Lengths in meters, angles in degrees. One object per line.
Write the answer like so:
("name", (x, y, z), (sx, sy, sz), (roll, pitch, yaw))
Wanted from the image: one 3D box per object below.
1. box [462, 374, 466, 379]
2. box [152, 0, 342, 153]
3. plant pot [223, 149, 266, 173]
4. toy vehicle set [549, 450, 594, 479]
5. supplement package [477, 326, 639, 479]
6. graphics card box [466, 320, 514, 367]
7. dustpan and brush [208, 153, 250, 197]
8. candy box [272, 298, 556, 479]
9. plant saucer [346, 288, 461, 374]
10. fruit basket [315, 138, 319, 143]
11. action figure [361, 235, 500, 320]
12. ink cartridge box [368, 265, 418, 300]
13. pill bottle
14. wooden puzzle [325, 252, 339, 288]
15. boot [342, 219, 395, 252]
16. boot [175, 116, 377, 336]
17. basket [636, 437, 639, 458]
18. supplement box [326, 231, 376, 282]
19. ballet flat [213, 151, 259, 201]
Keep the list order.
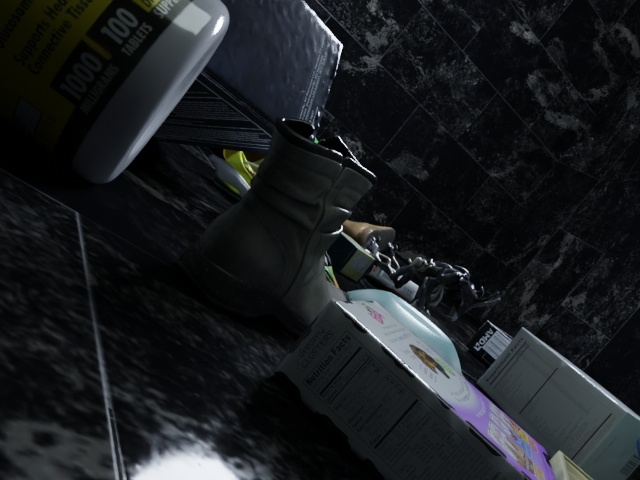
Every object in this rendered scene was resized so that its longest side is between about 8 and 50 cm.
("box", (0.161, 0.182, 0.883), (0.164, 0.021, 0.201), (38, 5, -13))
("box", (-0.177, -0.252, 0.813), (0.296, 0.183, 0.294), (11, -10, 32))
("plant pot", (-0.128, -0.170, 1.365), (0.134, 0.134, 0.095), (45, -17, 44))
("toy vehicle set", (0.330, 0.330, 0.718), (0.166, 0.035, 0.267), (41, 6, 19))
("supplement package", (0.410, 0.282, 1.080), (0.133, 0.139, 0.244), (34, 8, -33))
("graphics card box", (0.546, 0.361, 1.581), (0.371, 0.094, 0.232), (41, 6, 30))
("dustpan and brush", (-0.080, -0.035, 0.847), (0.211, 0.060, 0.147), (36, 7, -33))
("candy box", (0.077, 0.133, 0.486), (0.196, 0.070, 0.165), (41, 6, 16))
("plant saucer", (0.122, 0.117, 0.857), (0.195, 0.037, 0.195), (38, 6, -5))
("fruit basket", (-0.105, -0.180, 1.569), (0.352, 0.166, 0.327), (21, -4, 13))
("action figure", (0.202, 0.096, 1.259), (0.275, 0.141, 0.164), (24, -3, 25))
("ink cartridge box", (0.117, 0.072, 1.475), (0.179, 0.045, 0.145), (18, -11, 48))
("pill bottle", (-0.253, -0.212, 0.496), (0.333, 0.188, 0.188), (37, 6, -15))
("wooden puzzle", (0.002, 0.026, 0.867), (0.116, 0.014, 0.079), (57, 11, -44))
("boot", (0.136, -0.013, 1.890), (0.115, 0.112, 0.305), (30, 4, 23))
("boot", (0.000, 0.000, 0.571), (0.083, 0.161, 0.246), (43, 7, 30))
("basket", (0.323, 0.256, 0.411), (0.254, 0.201, 0.289), (40, 15, 16))
("supplement box", (0.044, 0.024, 1.198), (0.083, 0.056, 0.083), (43, 7, 37))
("ballet flat", (-0.066, -0.058, 1.032), (0.231, 0.077, 0.077), (39, 5, -2))
